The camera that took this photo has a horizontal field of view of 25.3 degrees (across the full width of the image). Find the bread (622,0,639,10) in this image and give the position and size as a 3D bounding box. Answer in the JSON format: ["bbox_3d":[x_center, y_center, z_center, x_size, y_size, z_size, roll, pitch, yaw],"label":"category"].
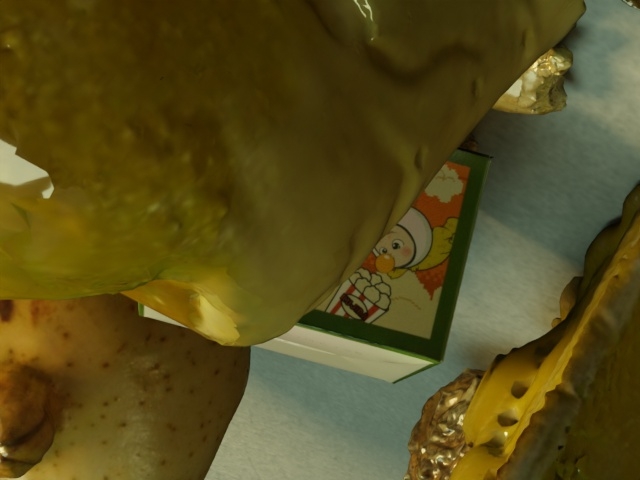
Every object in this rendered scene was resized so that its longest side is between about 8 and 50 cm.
[{"bbox_3d":[0.202,-0.156,0.687,0.129,0.044,0.126,25,145,22],"label":"bread"}]

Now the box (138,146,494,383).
[{"bbox_3d":[-0.010,-0.003,0.944,0.195,0.148,0.177,16,168,-3],"label":"box"}]

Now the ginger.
[{"bbox_3d":[0.071,-0.100,0.904,0.176,0.052,0.193,12,152,12],"label":"ginger"}]

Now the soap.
[{"bbox_3d":[0.162,0.163,0.932,0.169,0.338,0.304,31,152,8],"label":"soap"}]

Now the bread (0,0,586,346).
[{"bbox_3d":[-0.092,-0.143,0.681,0.361,0.394,0.250,27,137,19],"label":"bread"}]

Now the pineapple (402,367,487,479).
[{"bbox_3d":[0.165,0.203,1.201,0.193,0.166,0.166,44,151,-27],"label":"pineapple"}]

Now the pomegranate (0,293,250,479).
[{"bbox_3d":[-0.242,0.099,1.208,0.410,0.410,0.410,26,152,15],"label":"pomegranate"}]
